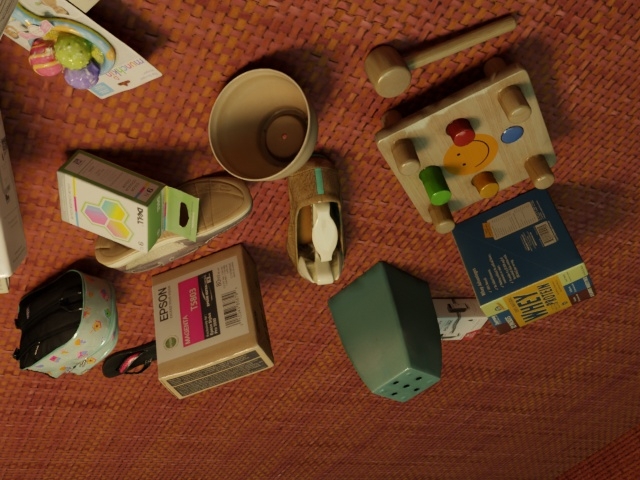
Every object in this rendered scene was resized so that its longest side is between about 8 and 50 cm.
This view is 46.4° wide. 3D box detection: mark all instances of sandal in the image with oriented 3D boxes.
[{"bbox_3d":[-0.393,0.259,1.605,0.179,0.040,0.067,-23,141,10],"label":"sandal"}]

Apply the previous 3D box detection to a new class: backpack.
[{"bbox_3d":[-0.446,0.148,1.349,0.188,0.166,0.144,-36,138,30],"label":"backpack"}]

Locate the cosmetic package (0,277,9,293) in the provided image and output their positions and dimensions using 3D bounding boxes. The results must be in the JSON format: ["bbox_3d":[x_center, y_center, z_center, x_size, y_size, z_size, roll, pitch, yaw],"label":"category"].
[{"bbox_3d":[-0.624,-0.007,1.116,0.296,0.153,0.129,-3,139,-16],"label":"cosmetic package"}]

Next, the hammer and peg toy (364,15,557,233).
[{"bbox_3d":[0.229,-0.178,1.192,0.266,0.127,0.361,-25,141,13],"label":"hammer and peg toy"}]

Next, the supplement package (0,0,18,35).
[{"bbox_3d":[-0.449,-0.298,0.759,0.262,0.145,0.204,31,125,-20],"label":"supplement package"}]

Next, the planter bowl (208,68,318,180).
[{"bbox_3d":[-0.069,-0.163,1.113,0.162,0.162,0.109,-29,167,18],"label":"planter bowl"}]

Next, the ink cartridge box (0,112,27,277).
[{"bbox_3d":[-0.517,-0.088,0.960,0.207,0.117,0.283,-8,106,-9],"label":"ink cartridge box"}]

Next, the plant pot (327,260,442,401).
[{"bbox_3d":[0.148,0.202,1.551,0.165,0.234,0.165,25,128,-40],"label":"plant pot"}]

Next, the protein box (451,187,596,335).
[{"bbox_3d":[0.391,0.039,1.454,0.201,0.200,0.136,-26,140,15],"label":"protein box"}]

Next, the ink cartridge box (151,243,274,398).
[{"bbox_3d":[-0.202,0.145,1.368,0.193,0.235,0.088,-20,141,6],"label":"ink cartridge box"}]

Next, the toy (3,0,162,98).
[{"bbox_3d":[-0.339,-0.244,0.953,0.137,0.056,0.237,-8,148,38],"label":"toy"}]

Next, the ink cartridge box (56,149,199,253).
[{"bbox_3d":[-0.298,-0.049,1.158,0.209,0.062,0.109,22,138,6],"label":"ink cartridge box"}]

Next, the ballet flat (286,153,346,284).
[{"bbox_3d":[0.000,0.000,1.343,0.116,0.124,0.342,-8,142,-7],"label":"ballet flat"}]

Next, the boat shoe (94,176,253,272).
[{"bbox_3d":[-0.240,-0.021,1.269,0.285,0.103,0.092,-24,153,7],"label":"boat shoe"}]

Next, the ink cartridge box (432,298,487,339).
[{"bbox_3d":[0.302,0.182,1.719,0.135,0.056,0.099,1,140,-19],"label":"ink cartridge box"}]

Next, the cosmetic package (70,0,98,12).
[{"bbox_3d":[-0.261,-0.336,0.896,0.115,0.060,0.041,-34,139,21],"label":"cosmetic package"}]
